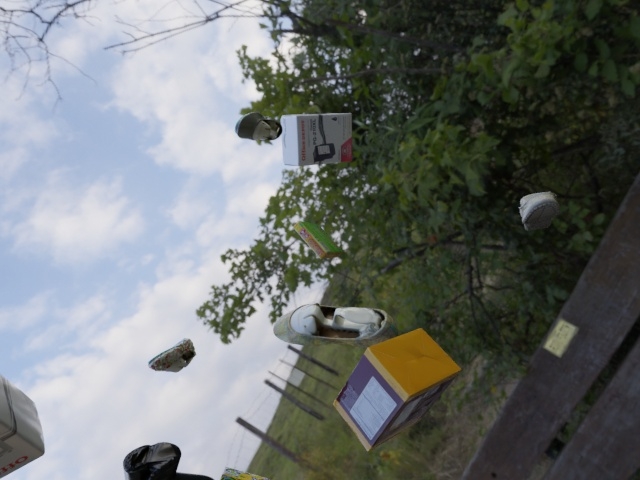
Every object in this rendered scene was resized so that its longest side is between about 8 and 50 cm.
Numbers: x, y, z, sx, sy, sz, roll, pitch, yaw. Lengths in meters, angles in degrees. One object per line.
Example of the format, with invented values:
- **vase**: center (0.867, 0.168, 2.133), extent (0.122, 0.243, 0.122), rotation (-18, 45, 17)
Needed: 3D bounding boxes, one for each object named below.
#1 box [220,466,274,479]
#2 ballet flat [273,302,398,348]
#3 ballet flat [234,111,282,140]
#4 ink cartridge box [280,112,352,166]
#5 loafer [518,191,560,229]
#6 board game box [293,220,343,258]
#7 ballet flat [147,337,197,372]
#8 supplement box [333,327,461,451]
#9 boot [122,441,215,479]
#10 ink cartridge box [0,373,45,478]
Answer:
- **box**: center (-0.168, 0.619, 1.157), extent (0.059, 0.169, 0.054), rotation (117, 169, -80)
- **ballet flat**: center (0.028, 0.214, 1.223), extent (0.123, 0.349, 0.123), rotation (2, -90, -70)
- **ballet flat**: center (-0.151, -0.293, 1.218), extent (0.072, 0.068, 0.213), rotation (-67, -8, 19)
- **ink cartridge box**: center (-0.010, -0.356, 1.634), extent (0.238, 0.100, 0.171), rotation (-12, -72, -33)
- **loafer**: center (0.630, -0.096, 1.366), extent (0.268, 0.102, 0.091), rotation (33, -135, -68)
- **board game box**: center (0.000, 0.000, 1.438), extent (0.039, 0.124, 0.259), rotation (-43, -10, 11)
- **ballet flat**: center (-0.421, 0.344, 1.369), extent (0.091, 0.077, 0.241), rotation (-38, -2, 5)
- **supplement box**: center (0.166, 0.323, 1.026), extent (0.192, 0.129, 0.194), rotation (-7, -47, -43)
- **boot**: center (-0.364, 0.590, 1.157), extent (0.094, 0.247, 0.207), rotation (-114, 37, -50)
- **ink cartridge box**: center (-0.593, 0.290, 0.711), extent (0.207, 0.117, 0.282), rotation (-26, -38, -20)
